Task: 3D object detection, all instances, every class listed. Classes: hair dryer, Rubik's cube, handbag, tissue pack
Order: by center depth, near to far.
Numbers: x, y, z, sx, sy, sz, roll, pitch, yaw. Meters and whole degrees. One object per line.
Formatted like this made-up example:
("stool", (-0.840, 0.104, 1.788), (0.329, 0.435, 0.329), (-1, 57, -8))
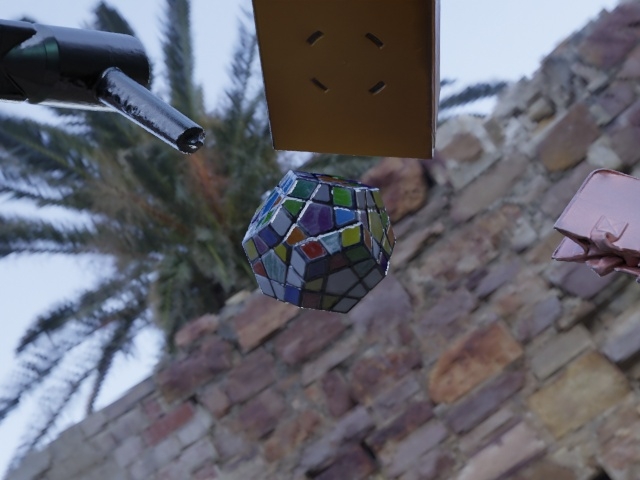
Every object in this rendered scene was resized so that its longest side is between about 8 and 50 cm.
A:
("Rubik's cube", (0.000, 0.000, 0.825), (0.111, 0.093, 0.111), (-11, -46, -12))
("handbag", (0.359, -0.002, 1.172), (0.157, 0.212, 0.059), (-40, -41, -51))
("tissue pack", (0.035, -0.238, 1.266), (0.194, 0.145, 0.275), (3, -43, 8))
("hair dryer", (-0.295, -0.197, 1.539), (0.244, 0.302, 0.116), (-6, -59, -52))
